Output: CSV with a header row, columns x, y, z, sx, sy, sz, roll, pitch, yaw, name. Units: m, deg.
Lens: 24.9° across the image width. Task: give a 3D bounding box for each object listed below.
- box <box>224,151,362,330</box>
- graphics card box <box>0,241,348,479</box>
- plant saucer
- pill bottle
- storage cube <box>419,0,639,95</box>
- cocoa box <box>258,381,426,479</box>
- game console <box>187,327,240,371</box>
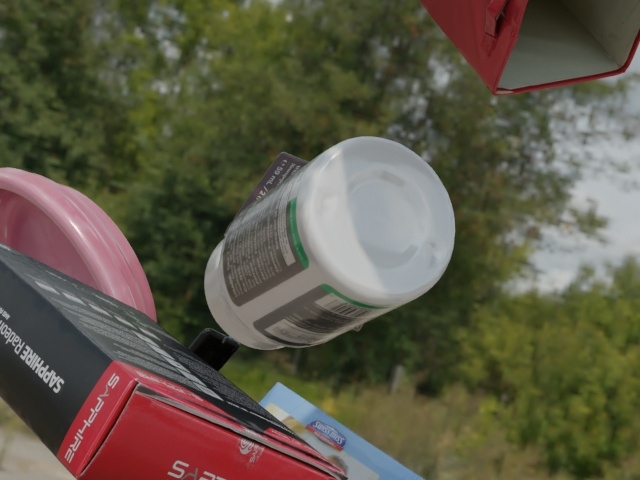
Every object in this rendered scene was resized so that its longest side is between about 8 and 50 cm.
x,y,z,sx,sy,sz,roll,pitch,yaw,name
0.000,0.000,2.204,0.203,0.168,0.167,23,-20,32,box
-0.171,0.120,1.219,0.232,0.094,0.371,30,1,-39,graphics card box
-0.303,0.063,1.693,0.332,0.332,0.084,11,30,43,plant saucer
-0.004,0.019,1.802,0.204,0.204,0.361,17,-22,-22,pill bottle
0.246,-0.300,1.612,0.215,0.184,0.193,-13,51,-26,storage cube
0.016,0.418,2.119,0.347,0.231,0.228,30,-21,32,cocoa box
-0.182,0.176,2.169,0.107,0.122,0.071,30,14,-43,game console
